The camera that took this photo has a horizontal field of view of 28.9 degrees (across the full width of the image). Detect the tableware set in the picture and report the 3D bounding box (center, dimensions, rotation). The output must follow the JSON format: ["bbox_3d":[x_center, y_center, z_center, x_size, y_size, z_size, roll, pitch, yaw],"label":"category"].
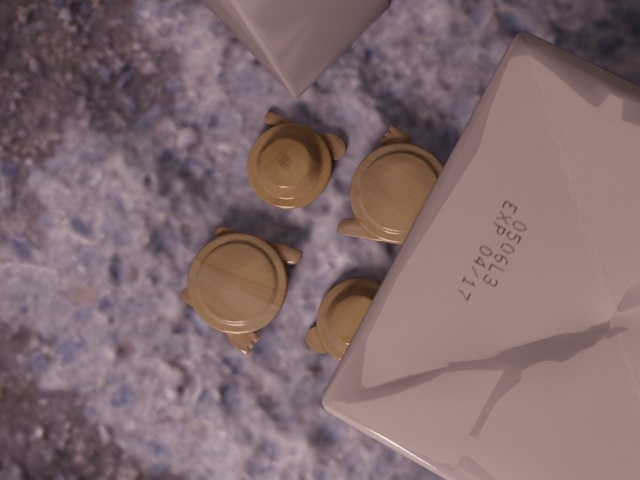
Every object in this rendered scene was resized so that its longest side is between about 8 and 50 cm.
[{"bbox_3d":[0.000,0.000,0.781,0.141,0.020,0.169,22,87,10],"label":"tableware set"}]

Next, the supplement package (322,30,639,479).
[{"bbox_3d":[0.134,0.045,0.618,0.175,0.293,0.178,28,89,10],"label":"supplement package"}]

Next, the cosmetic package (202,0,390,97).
[{"bbox_3d":[-0.102,-0.242,0.639,0.284,0.377,0.097,45,90,9],"label":"cosmetic package"}]
